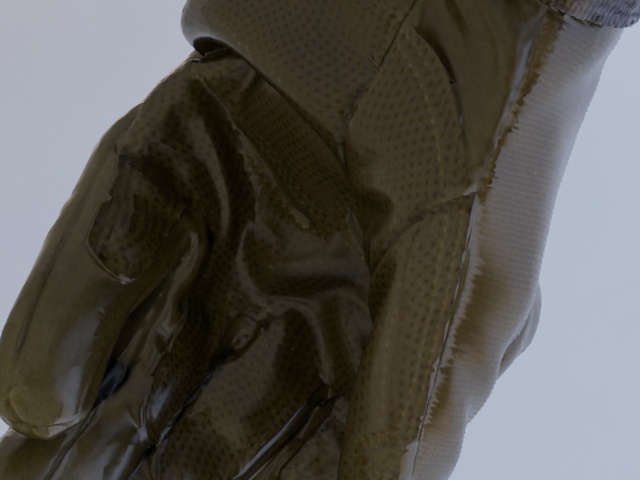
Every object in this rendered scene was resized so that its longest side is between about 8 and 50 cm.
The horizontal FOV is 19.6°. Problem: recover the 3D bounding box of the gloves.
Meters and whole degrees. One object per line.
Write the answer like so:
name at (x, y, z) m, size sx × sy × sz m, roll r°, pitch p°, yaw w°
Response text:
gloves at (0.002, -0.006, 0.581) m, size 0.331 × 0.154 × 0.141 m, roll -63°, pitch -172°, yaw 14°
